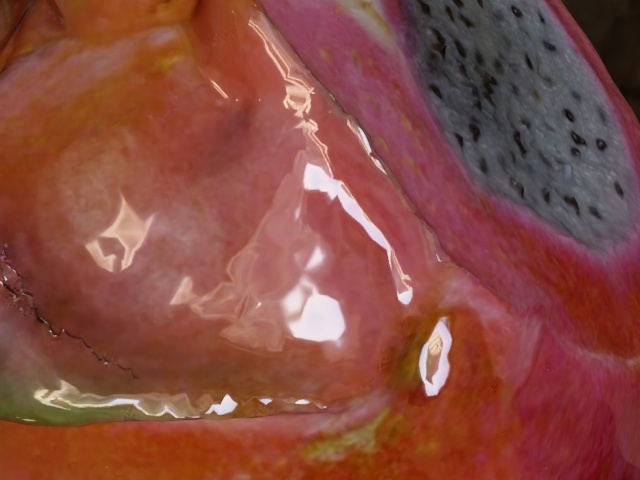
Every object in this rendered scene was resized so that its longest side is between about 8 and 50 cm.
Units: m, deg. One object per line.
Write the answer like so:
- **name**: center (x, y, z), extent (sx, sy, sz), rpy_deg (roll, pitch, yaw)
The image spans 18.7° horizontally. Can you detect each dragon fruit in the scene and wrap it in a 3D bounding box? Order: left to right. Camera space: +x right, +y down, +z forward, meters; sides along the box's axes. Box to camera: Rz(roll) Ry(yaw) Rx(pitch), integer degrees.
- **dragon fruit**: center (0.000, 0.000, 0.562), extent (0.189, 0.290, 0.290), rpy_deg (-26, -150, 26)
